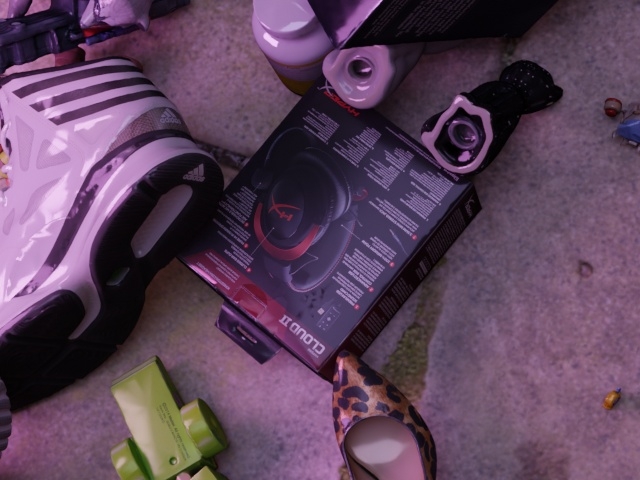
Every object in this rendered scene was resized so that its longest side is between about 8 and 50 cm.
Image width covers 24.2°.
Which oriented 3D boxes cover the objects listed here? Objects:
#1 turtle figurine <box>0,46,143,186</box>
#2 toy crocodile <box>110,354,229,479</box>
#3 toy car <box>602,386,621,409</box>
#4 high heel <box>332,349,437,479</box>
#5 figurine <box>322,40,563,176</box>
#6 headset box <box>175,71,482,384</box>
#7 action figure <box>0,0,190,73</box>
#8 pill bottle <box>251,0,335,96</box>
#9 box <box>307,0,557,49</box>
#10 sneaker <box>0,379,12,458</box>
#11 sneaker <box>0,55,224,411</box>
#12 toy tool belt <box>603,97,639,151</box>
[{"bbox_3d":[-0.298,-0.117,1.740,0.270,0.087,0.217,9,78,14],"label":"turtle figurine"},{"bbox_3d":[-0.126,0.277,1.608,0.115,0.105,0.340,-35,67,2],"label":"toy crocodile"},{"bbox_3d":[0.359,0.157,1.562,0.122,0.040,0.060,-34,72,1],"label":"toy car"},{"bbox_3d":[0.065,0.239,1.490,0.093,0.186,0.261,-23,91,12],"label":"high heel"},{"bbox_3d":[0.141,-0.181,1.627,0.215,0.209,0.092,35,127,16],"label":"figurine"},{"bbox_3d":[0.000,0.000,1.638,0.218,0.110,0.293,38,86,18],"label":"headset box"},{"bbox_3d":[-0.329,-0.307,1.691,0.330,0.178,0.341,26,39,31],"label":"action figure"},{"bbox_3d":[-0.018,-0.232,1.662,0.103,0.184,0.103,-3,75,10],"label":"pill bottle"},{"bbox_3d":[0.100,-0.373,1.562,0.183,0.294,0.296,-45,66,41],"label":"box"},{"bbox_3d":[-0.416,0.233,1.605,0.115,0.105,0.281,35,125,22],"label":"sneaker"},{"bbox_3d":[-0.301,-0.019,1.652,0.447,0.169,0.257,-47,57,25],"label":"sneaker"},{"bbox_3d":[0.345,-0.123,1.631,0.083,0.052,0.051,16,71,15],"label":"toy tool belt"}]
